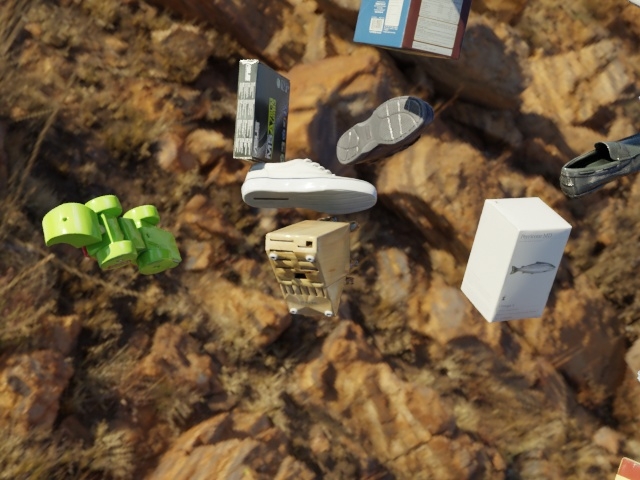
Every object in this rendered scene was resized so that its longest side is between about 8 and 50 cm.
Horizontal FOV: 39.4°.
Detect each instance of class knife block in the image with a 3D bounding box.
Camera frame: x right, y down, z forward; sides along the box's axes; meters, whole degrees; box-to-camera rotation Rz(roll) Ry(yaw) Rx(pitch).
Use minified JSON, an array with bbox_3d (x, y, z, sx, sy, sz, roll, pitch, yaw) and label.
[{"bbox_3d":[0.000,0.000,1.579,0.275,0.088,0.242,72,26,-50],"label":"knife block"}]

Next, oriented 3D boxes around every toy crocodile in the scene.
[{"bbox_3d":[-0.351,0.001,1.574,0.115,0.105,0.340,68,15,13],"label":"toy crocodile"}]

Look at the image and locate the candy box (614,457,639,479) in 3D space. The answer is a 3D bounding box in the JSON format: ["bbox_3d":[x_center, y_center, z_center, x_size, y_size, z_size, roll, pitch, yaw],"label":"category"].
[{"bbox_3d":[0.345,0.249,0.778,0.187,0.109,0.053,31,80,-38],"label":"candy box"}]

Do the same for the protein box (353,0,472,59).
[{"bbox_3d":[0.184,-0.469,1.740,0.136,0.201,0.200,6,12,-27],"label":"protein box"}]

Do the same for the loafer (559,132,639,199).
[{"bbox_3d":[0.560,-0.158,1.726,0.076,0.223,0.078,47,-19,52],"label":"loafer"}]

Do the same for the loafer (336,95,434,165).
[{"bbox_3d":[0.160,-0.246,2.045,0.095,0.302,0.109,7,71,-36],"label":"loafer"}]

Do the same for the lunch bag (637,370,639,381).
[{"bbox_3d":[0.639,0.261,1.666,0.071,0.083,0.053,64,6,-6],"label":"lunch bag"}]

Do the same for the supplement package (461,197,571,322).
[{"bbox_3d":[0.317,0.031,1.464,0.105,0.179,0.105,-3,32,-22],"label":"supplement package"}]

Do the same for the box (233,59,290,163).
[{"bbox_3d":[-0.113,-0.243,1.767,0.184,0.045,0.190,12,82,-74],"label":"box"}]

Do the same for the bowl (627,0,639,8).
[{"bbox_3d":[0.238,-0.235,0.474,0.298,0.134,0.297,10,51,-13],"label":"bowl"}]

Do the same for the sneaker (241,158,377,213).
[{"bbox_3d":[-0.020,-0.113,1.705,0.258,0.094,0.091,5,59,2],"label":"sneaker"}]
